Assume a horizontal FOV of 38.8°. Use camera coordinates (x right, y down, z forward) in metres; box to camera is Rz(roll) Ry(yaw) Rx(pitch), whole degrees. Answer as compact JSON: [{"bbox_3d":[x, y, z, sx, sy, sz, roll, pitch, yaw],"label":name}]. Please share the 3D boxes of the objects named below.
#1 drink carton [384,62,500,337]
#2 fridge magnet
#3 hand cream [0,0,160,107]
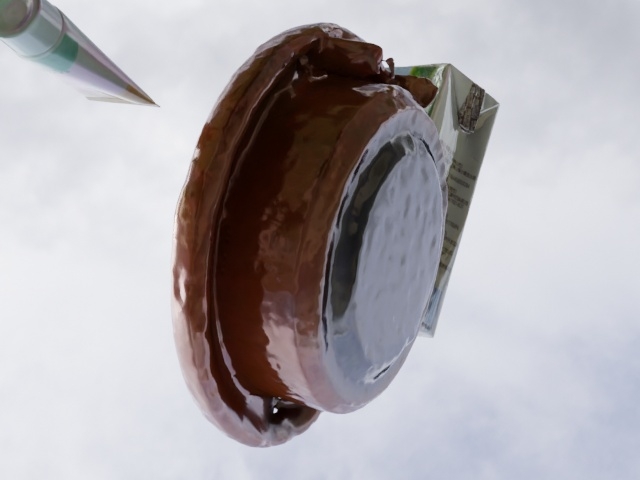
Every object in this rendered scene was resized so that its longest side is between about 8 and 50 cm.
[{"bbox_3d":[0.079,-0.049,1.148,0.194,0.132,0.324,8,-103,44],"label":"drink carton"},{"bbox_3d":[0.000,0.000,0.775,0.155,0.363,0.363,12,-132,25],"label":"fridge magnet"},{"bbox_3d":[-0.201,-0.147,0.744,0.076,0.174,0.047,9,-102,18],"label":"hand cream"}]
